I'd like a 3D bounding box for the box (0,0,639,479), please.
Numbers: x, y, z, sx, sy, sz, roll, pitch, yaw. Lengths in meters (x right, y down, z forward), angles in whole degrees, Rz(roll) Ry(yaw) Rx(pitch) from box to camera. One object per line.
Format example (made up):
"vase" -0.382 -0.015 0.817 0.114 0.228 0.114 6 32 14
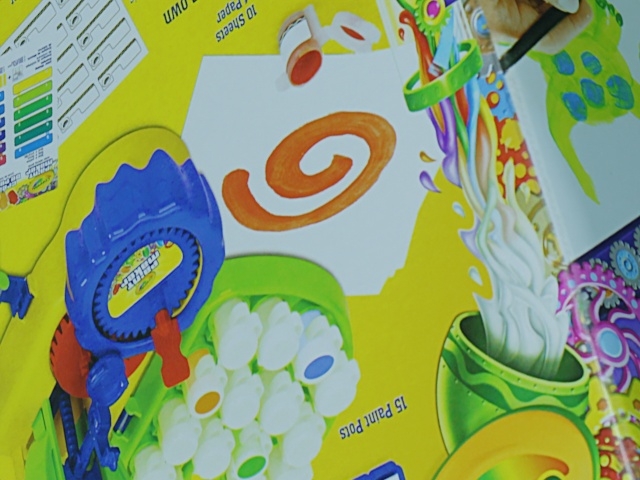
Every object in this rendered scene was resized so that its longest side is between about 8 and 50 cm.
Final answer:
"box" 0.000 0.000 0.547 0.290 0.177 0.279 -32 66 41
